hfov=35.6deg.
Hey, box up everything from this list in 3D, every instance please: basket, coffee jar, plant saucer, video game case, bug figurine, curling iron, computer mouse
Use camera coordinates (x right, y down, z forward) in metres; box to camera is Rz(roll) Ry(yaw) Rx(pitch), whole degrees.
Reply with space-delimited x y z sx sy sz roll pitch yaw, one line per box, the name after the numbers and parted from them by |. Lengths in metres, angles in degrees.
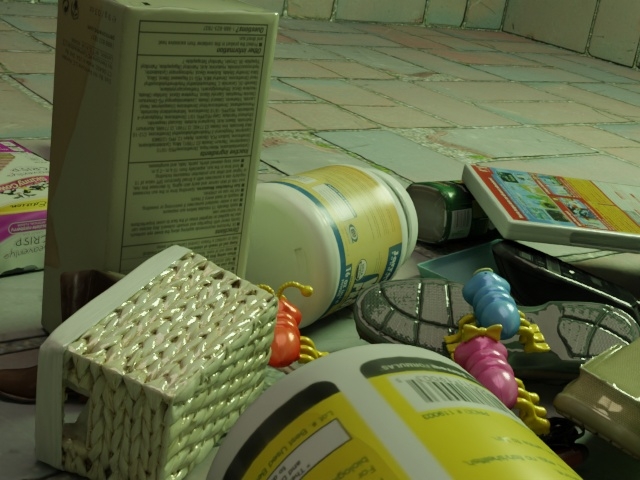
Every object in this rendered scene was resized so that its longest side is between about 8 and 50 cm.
-0.114 0.096 0.724 0.103 0.113 0.167 23 32 18 | basket
0.203 -0.041 1.315 0.184 0.079 0.096 -5 13 -36 | coffee jar
0.195 0.031 1.212 0.067 0.018 0.192 24 23 35 | plant saucer
0.332 -0.034 1.207 0.285 0.025 0.204 7 22 -9 | video game case
0.065 0.091 0.817 0.279 0.072 0.216 -7 27 -7 | bug figurine
0.107 0.182 0.728 0.068 0.035 0.274 6 15 45 | curling iron
0.298 0.085 1.055 0.262 0.060 0.184 22 16 0 | computer mouse

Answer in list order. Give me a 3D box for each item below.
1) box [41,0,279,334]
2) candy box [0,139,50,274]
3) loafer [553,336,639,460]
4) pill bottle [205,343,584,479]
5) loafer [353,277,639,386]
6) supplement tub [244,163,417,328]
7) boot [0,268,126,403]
-0.142 -0.051 0.841 0.148 0.311 0.121 -6 25 -38 | box
-0.349 -0.042 1.078 0.233 0.071 0.159 27 25 39 | candy box
0.283 0.117 0.833 0.102 0.092 0.268 29 15 34 | loafer
0.079 0.198 0.436 0.188 0.188 0.334 0 22 -24 | pill bottle
0.161 0.102 0.940 0.267 0.084 0.096 7 50 3 | loafer
0.000 0.000 1.014 0.144 0.144 0.199 21 23 28 | supplement tub
-0.203 0.069 0.772 0.106 0.114 0.037 5 21 -12 | boot
